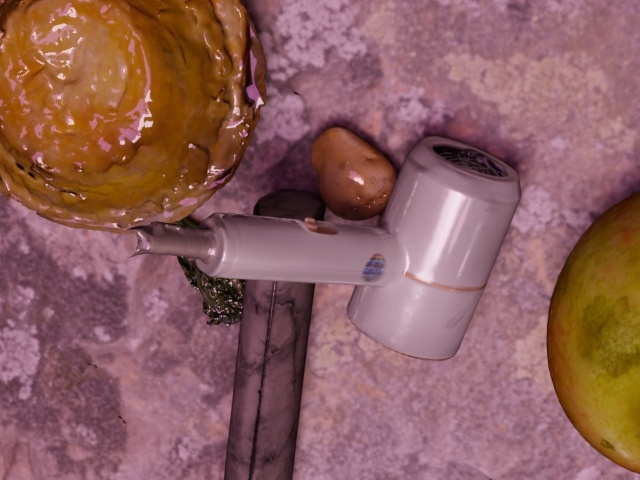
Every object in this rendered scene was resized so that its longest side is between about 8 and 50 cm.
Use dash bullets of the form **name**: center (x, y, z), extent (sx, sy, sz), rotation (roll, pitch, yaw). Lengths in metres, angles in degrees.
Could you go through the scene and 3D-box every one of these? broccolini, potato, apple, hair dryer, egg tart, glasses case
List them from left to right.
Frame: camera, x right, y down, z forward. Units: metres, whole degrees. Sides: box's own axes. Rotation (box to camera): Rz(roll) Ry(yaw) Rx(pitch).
- **egg tart**: center (-0.195, -0.139, 1.281), extent (0.295, 0.116, 0.294), rotation (2, 97, 14)
- **broccolini**: center (-0.135, -0.028, 1.362), extent (0.054, 0.051, 0.239), rotation (-30, 92, 23)
- **glasses case**: center (-0.044, 0.110, 1.342), extent (0.060, 0.114, 0.299), rotation (10, 109, 10)
- **hair dryer**: center (0.000, 0.000, 1.203), extent (0.107, 0.357, 0.173), rotation (39, 118, 46)
- **potato**: center (0.027, -0.059, 1.306), extent (0.068, 0.062, 0.083), rotation (-32, 75, -1)
- **apple**: center (0.305, 0.079, 1.196), extent (0.246, 0.226, 0.246), rotation (4, 110, 11)
